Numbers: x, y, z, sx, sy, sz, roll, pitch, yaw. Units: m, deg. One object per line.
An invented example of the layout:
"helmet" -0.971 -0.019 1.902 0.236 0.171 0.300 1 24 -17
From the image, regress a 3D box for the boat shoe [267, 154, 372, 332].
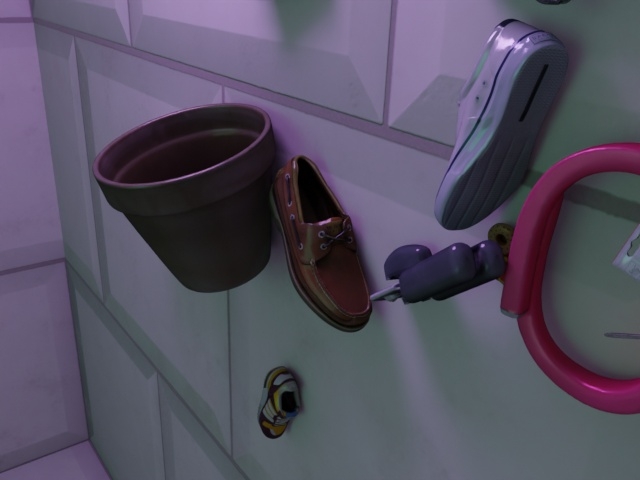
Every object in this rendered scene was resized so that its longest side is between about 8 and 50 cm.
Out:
"boat shoe" 0.000 0.000 1.037 0.307 0.111 0.104 61 145 21

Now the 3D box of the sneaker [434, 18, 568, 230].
"sneaker" 0.197 -0.129 0.742 0.091 0.094 0.258 -112 34 -45

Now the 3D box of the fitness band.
"fitness band" 0.297 0.042 0.656 0.209 0.054 0.290 27 124 41

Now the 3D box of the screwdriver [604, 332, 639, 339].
"screwdriver" 0.322 0.089 0.558 0.025 0.170 0.024 -128 46 -61

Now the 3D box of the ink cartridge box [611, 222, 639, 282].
"ink cartridge box" 0.328 0.029 0.562 0.115 0.029 0.062 42 131 29

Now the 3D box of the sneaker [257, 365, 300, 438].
"sneaker" -0.084 0.358 1.331 0.084 0.070 0.185 40 134 48

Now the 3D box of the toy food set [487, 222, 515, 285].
"toy food set" 0.238 0.023 0.782 0.082 0.020 0.083 33 128 45

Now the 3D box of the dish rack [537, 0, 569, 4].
"dish rack" 0.297 -0.302 0.502 0.271 0.074 0.208 24 133 48

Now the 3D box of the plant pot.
"plant pot" -0.219 -0.064 1.194 0.323 0.323 0.280 29 141 47

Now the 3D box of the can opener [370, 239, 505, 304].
"can opener" 0.138 0.032 0.835 0.283 0.076 0.095 135 129 -69
